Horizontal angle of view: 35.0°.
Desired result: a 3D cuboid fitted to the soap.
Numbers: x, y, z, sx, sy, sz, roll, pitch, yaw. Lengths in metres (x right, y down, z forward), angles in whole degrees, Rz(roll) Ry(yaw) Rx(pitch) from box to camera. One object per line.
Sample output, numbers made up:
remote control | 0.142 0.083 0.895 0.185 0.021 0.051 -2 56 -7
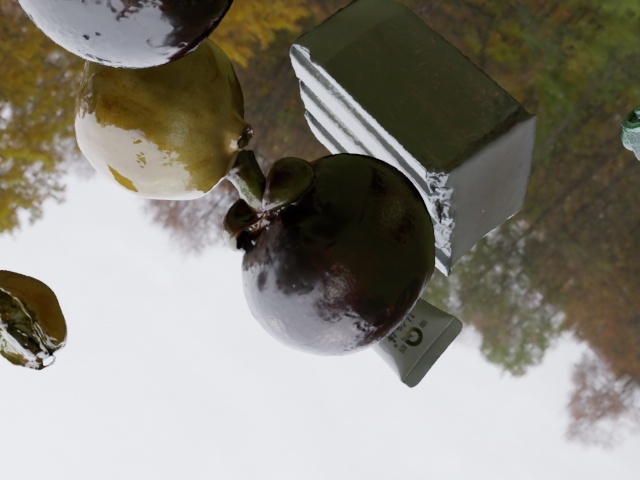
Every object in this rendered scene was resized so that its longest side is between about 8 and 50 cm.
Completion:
soap | 0.151 -0.205 1.763 0.435 0.213 0.350 48 170 29

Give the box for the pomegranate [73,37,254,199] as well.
pomegranate | -0.201 -0.157 1.274 0.233 0.233 0.233 35 -158 -17

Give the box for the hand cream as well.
hand cream | 0.073 0.103 1.695 0.314 0.139 0.089 36 174 11

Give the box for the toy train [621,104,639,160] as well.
toy train | 0.525 -0.162 1.314 0.116 0.177 0.285 54 159 -19

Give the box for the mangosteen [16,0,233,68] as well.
mangosteen | -0.168 -0.262 0.874 0.216 0.216 0.216 35 -158 -17

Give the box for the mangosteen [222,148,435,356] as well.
mangosteen | 0.017 0.009 1.432 0.293 0.297 0.297 61 -177 -45

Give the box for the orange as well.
orange | -0.423 0.101 1.414 0.160 0.170 0.112 14 -135 27
